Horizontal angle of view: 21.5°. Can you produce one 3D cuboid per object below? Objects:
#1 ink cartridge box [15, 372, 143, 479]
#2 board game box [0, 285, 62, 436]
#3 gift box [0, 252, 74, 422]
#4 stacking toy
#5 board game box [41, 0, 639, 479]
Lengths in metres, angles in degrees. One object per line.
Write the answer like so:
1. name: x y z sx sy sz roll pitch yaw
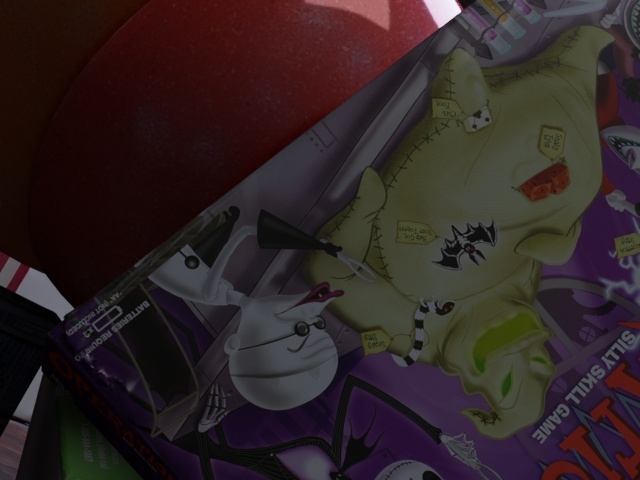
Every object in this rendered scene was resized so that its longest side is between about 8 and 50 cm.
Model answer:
1. ink cartridge box: -0.021 0.159 0.909 0.273 0.115 0.198 13 14 -14
2. board game box: -0.227 0.047 0.839 0.194 0.194 0.060 28 2 -30
3. gift box: -0.305 -0.053 1.297 0.276 0.258 0.255 33 3 41
4. stacking toy: 0.000 0.000 0.869 0.480 0.350 0.350 53 14 31
5. board game box: 0.079 0.017 0.720 0.208 0.347 0.056 47 -26 7
